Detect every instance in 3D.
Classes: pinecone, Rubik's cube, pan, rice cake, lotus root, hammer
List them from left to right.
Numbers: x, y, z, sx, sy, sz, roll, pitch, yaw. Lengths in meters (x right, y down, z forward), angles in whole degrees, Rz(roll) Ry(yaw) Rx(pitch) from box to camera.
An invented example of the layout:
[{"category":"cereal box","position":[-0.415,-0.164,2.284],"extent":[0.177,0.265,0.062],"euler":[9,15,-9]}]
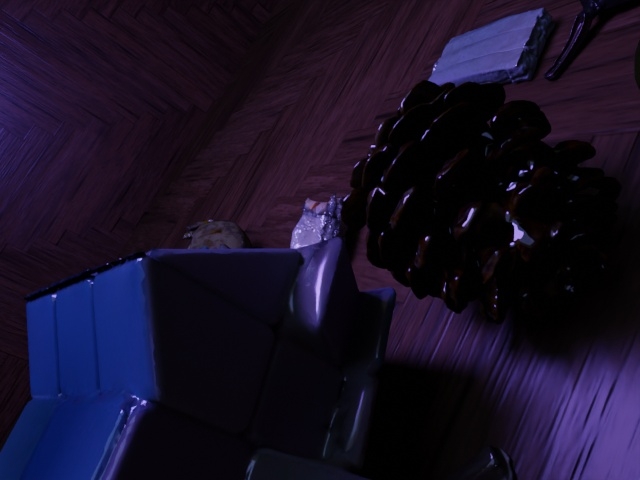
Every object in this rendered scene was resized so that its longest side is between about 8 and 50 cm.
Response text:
[{"category":"lotus root","position":[-0.225,0.083,1.018],"extent":[0.173,0.173,0.309],"euler":[-38,32,31]},{"category":"Rubik's cube","position":[-0.105,0.162,0.508],"extent":[0.387,0.368,0.358],"euler":[-15,49,44]},{"category":"hammer","position":[0.063,0.292,0.472],"extent":[0.297,0.027,0.125],"euler":[-46,34,18]},{"category":"pinecone","position":[0.148,-0.039,0.498],"extent":[0.224,0.224,0.272],"euler":[-49,41,13]},{"category":"rice cake","position":[0.255,-0.289,0.782],"extent":[0.211,0.038,0.124],"euler":[6,65,59]},{"category":"pan","position":[0.356,-0.303,0.637],"extent":[0.212,0.040,0.115],"euler":[-50,23,9]}]

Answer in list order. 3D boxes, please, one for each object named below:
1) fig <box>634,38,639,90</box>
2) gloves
[{"category":"fig","position":[0.314,-0.145,0.407],"extent":[0.117,0.177,0.117],"euler":[-4,70,11]},{"category":"gloves","position":[0.002,0.002,0.835],"extent":[0.114,0.070,0.153],"euler":[-2,65,47]}]
